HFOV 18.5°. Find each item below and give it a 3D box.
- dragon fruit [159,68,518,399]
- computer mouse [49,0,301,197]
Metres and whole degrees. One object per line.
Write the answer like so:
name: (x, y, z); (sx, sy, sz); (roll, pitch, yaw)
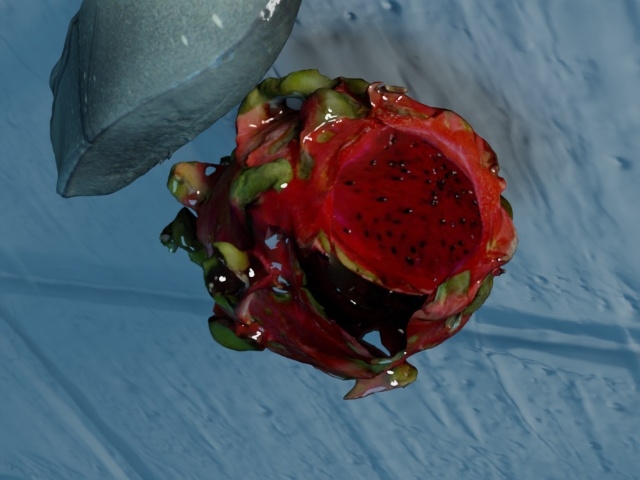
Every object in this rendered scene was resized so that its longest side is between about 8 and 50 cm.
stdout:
dragon fruit: (0.000, 0.000, 0.969); (0.167, 0.160, 0.172); (-8, 169, -27)
computer mouse: (-0.089, -0.094, 0.935); (0.068, 0.113, 0.229); (23, 151, -26)
